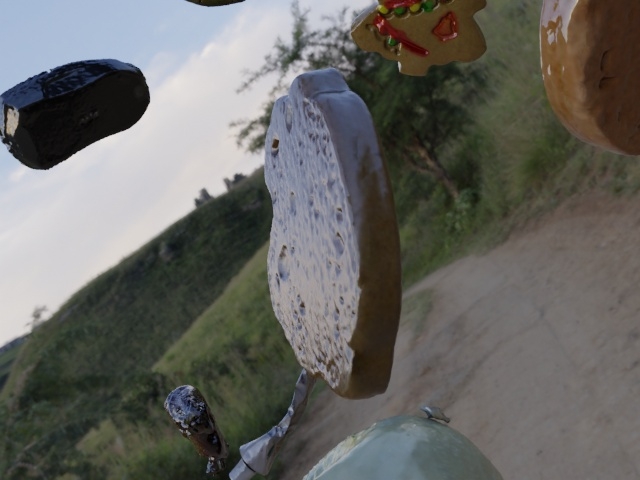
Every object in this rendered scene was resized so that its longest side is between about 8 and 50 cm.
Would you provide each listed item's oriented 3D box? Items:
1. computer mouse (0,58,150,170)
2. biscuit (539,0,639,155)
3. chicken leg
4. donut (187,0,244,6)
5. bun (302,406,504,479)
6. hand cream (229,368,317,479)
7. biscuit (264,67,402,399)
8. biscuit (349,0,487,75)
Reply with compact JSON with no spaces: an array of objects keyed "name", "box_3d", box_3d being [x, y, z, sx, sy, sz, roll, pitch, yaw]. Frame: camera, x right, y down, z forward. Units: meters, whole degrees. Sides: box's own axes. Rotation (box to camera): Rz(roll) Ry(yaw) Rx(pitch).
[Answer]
[{"name":"computer mouse","box_3d":[-0.346,-0.186,0.952,0.217,0.073,0.122,-34,-39,-29]},{"name":"biscuit","box_3d":[0.323,-0.290,0.555,0.349,0.078,0.456,-2,-62,-39]},{"name":"chicken leg","box_3d":[-0.159,0.235,0.871,0.051,0.106,0.253,-32,-21,-16]},{"name":"donut","box_3d":[-0.223,-0.576,1.286,0.272,0.272,0.107,-32,-17,-31]},{"name":"bun","box_3d":[0.017,0.231,0.429,0.259,0.160,0.259,-38,-14,-11]},{"name":"hand cream","box_3d":[-0.043,0.217,0.916,0.257,0.050,0.084,-59,-13,-8]},{"name":"biscuit","box_3d":[0.000,0.000,0.758,0.074,0.359,0.381,-4,-16,-13]},{"name":"biscuit","box_3d":[0.156,-0.354,1.000,0.041,0.212,0.239,-82,-1,-50]}]
